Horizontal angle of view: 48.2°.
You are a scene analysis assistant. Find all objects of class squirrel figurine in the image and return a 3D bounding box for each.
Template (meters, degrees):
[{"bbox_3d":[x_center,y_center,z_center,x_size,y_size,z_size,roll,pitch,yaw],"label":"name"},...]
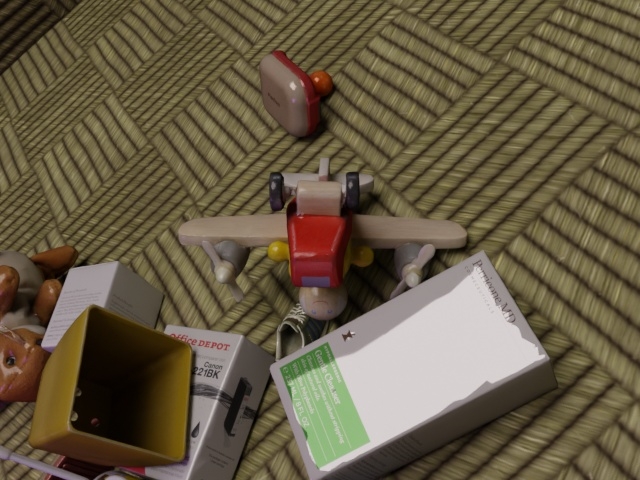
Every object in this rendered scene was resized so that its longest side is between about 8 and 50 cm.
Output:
[{"bbox_3d":[-0.709,0.229,1.587,0.397,0.281,0.370,-44,55,18],"label":"squirrel figurine"}]

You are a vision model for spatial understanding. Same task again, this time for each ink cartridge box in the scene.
[{"bbox_3d":[-0.225,0.299,1.278,0.197,0.114,0.273,2,60,35],"label":"ink cartridge box"}]

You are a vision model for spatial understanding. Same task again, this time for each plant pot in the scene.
[{"bbox_3d":[-0.360,0.264,1.183,0.187,0.212,0.212,-29,47,31],"label":"plant pot"}]

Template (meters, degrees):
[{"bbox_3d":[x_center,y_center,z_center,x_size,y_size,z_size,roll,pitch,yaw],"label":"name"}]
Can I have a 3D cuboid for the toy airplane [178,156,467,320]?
[{"bbox_3d":[0.000,0.000,1.253,0.386,0.384,0.272,11,106,46],"label":"toy airplane"}]

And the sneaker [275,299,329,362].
[{"bbox_3d":[-0.035,0.155,1.275,0.064,0.086,0.192,-7,56,30],"label":"sneaker"}]

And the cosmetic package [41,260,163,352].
[{"bbox_3d":[-0.450,0.164,1.495,0.151,0.151,0.184,-9,54,28],"label":"cosmetic package"}]

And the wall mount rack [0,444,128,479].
[{"bbox_3d":[-0.423,0.479,1.142,0.304,0.130,0.350,45,122,22],"label":"wall mount rack"}]

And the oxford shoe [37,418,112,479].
[{"bbox_3d":[-0.511,0.477,1.338,0.130,0.123,0.348,14,67,44],"label":"oxford shoe"}]

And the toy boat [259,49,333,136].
[{"bbox_3d":[-0.043,-0.343,1.618,0.151,0.151,0.231,-20,43,-20],"label":"toy boat"}]

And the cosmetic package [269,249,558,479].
[{"bbox_3d":[0.137,0.200,1.058,0.365,0.155,0.197,-31,57,8],"label":"cosmetic package"}]

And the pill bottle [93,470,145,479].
[{"bbox_3d":[-0.298,0.469,1.204,0.215,0.117,0.117,4,62,35],"label":"pill bottle"}]
